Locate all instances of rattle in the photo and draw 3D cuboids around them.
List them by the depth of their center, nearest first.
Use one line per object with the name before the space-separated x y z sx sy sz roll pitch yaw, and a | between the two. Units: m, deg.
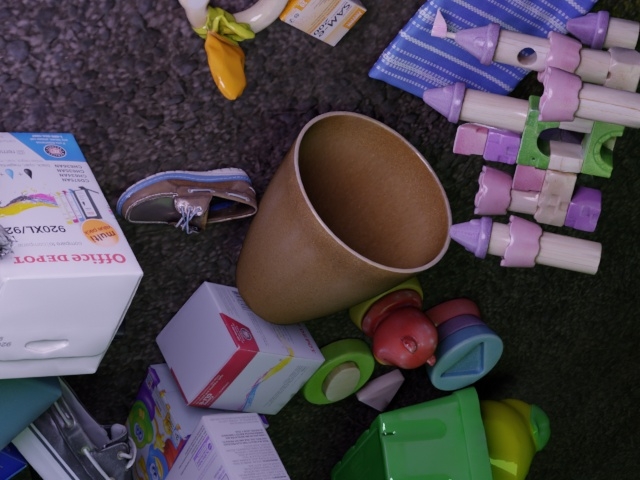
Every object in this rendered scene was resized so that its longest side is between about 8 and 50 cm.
rattle | -0.048 -0.266 1.619 0.200 0.142 0.130 -25 127 1

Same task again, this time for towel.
towel | 0.244 -0.294 1.886 0.243 0.040 0.336 17 123 -47

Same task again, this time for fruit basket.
fruit basket | 0.232 0.401 2.517 0.392 0.283 0.392 -5 153 -3

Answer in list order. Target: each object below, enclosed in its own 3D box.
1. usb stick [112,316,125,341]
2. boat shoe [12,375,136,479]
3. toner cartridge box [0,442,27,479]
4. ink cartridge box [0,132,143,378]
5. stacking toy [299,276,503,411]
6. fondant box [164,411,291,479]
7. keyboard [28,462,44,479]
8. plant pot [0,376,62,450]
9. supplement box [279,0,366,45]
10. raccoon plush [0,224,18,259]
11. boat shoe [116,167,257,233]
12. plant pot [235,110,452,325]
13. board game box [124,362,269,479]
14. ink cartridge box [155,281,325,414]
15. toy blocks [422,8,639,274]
usb stick | -0.336 0.089 1.841 0.045 0.077 0.278 -21 166 26
boat shoe | -0.306 0.298 2.016 0.119 0.121 0.335 -40 108 3
toner cartridge box | -0.553 0.261 1.939 0.165 0.075 0.348 -35 145 7
ink cartridge box | -0.335 0.016 1.660 0.171 0.232 0.168 -2 136 -36
stacking toy | 0.132 0.205 2.338 0.279 0.130 0.309 -47 142 21
fondant box | -0.108 0.434 2.014 0.096 0.330 0.238 2 134 -36
keyboard | -0.349 0.460 2.245 0.033 0.201 0.317 -51 157 -32
plant pot | -0.466 0.139 1.783 0.165 0.165 0.234 -42 137 14
supplement box | -0.002 -0.272 1.728 0.062 0.036 0.098 -46 143 21
raccoon plush | -0.494 -0.015 1.382 0.446 0.216 0.299 -45 126 -36
boat shoe | -0.162 -0.047 1.859 0.183 0.066 0.066 -13 141 -25
plant pot | 0.000 0.000 1.931 0.237 0.237 0.254 2 148 -39
board game box | -0.207 0.320 2.213 0.144 0.142 0.275 -4 137 -33
ink cartridge box | -0.111 0.155 2.092 0.176 0.128 0.127 14 126 -45
toy blocks | 0.253 -0.153 1.904 0.260 0.309 0.288 11 125 3
